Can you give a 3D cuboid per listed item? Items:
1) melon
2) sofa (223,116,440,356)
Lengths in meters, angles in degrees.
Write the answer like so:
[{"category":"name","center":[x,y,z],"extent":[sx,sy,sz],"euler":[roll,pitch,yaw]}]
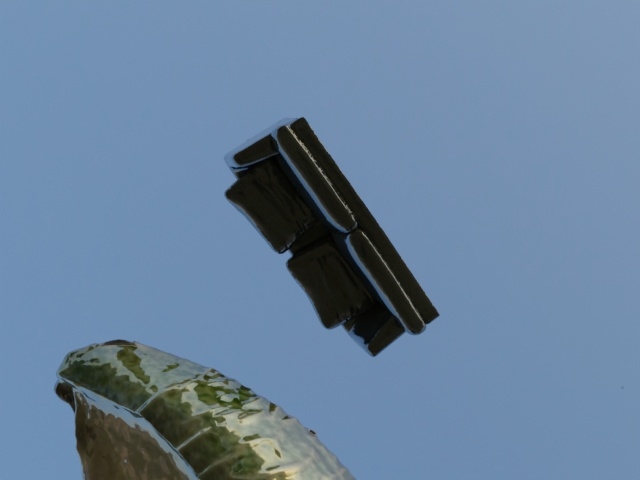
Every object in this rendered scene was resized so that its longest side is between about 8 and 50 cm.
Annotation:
[{"category":"melon","center":[-0.015,0.105,0.365],"extent":[0.098,0.054,0.182],"euler":[-24,-97,32]},{"category":"sofa","center":[0.000,0.000,0.776],"extent":[0.060,0.085,0.147],"euler":[-36,-79,-6]}]
